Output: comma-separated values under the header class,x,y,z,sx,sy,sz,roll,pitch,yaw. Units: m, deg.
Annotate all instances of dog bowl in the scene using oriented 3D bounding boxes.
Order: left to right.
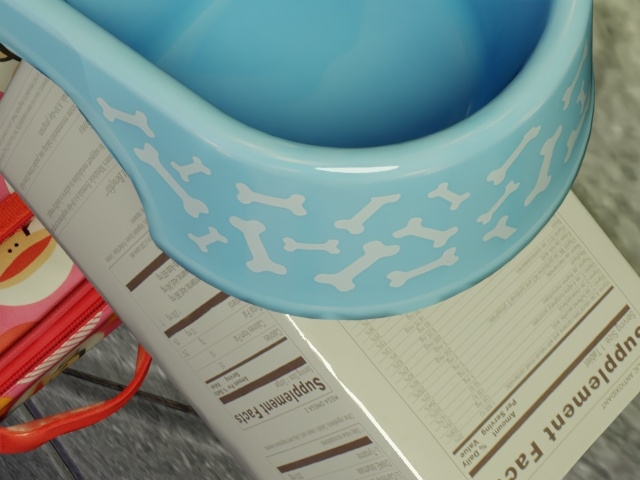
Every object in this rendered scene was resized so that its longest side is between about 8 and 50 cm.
class,x,y,z,sx,sy,sz,roll,pitch,yaw
dog bowl,-0.046,-0.104,0.404,0.297,0.166,0.074,35,162,12

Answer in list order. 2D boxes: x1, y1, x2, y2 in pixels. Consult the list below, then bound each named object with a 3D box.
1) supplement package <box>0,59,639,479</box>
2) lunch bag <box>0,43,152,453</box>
class,x,y,z,sx,sy,sz,roll,pitch,yaw
supplement package,0.000,0.000,0.527,0.244,0.139,0.134,52,151,-3
lunch bag,-0.197,-0.002,0.652,0.258,0.293,0.120,43,153,5
